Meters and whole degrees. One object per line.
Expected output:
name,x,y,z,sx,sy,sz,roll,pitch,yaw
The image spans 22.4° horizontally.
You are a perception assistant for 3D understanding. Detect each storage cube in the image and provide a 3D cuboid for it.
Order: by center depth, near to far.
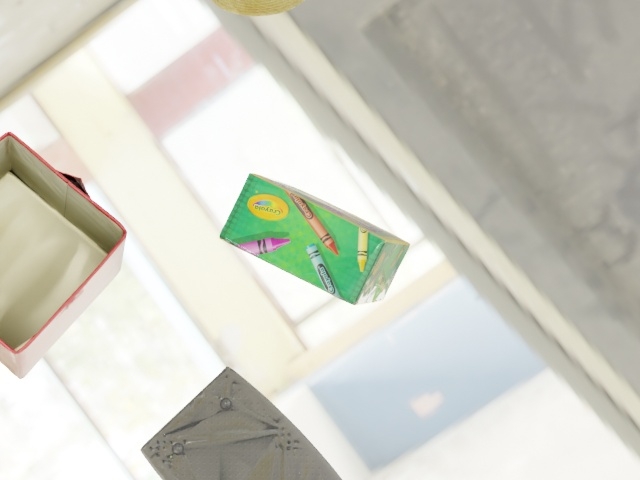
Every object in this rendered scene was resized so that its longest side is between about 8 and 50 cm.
storage cube,-0.350,0.022,1.868,0.215,0.183,0.193,-50,178,-17

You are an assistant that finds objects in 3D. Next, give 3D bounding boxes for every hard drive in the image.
hard drive,-0.091,0.298,2.071,0.172,0.255,0.054,-43,-168,-4

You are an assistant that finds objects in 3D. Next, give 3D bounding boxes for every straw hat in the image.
straw hat,-0.078,-0.356,2.121,0.144,0.061,0.144,-4,158,-2

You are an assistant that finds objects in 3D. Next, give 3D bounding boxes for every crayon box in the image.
crayon box,0.000,0.000,1.829,0.081,0.165,0.278,-64,172,3
